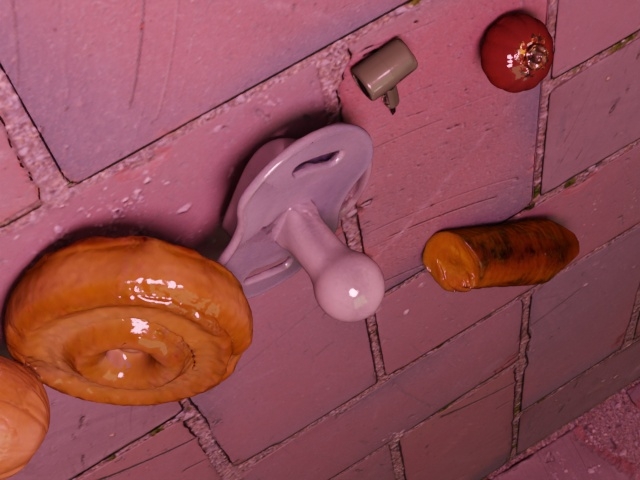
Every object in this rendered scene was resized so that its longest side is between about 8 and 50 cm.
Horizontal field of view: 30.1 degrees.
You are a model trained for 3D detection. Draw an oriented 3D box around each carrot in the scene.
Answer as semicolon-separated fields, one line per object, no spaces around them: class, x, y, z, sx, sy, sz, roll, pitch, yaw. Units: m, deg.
carrot;0.307;0.024;1.957;0.302;0.114;0.114;-6;141;-42

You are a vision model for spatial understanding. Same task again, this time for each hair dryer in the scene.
hair dryer;0.086;-0.186;1.464;0.071;0.047;0.150;-35;158;-3

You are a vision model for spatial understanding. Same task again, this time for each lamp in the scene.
lamp;0.250;-0.238;1.512;0.101;0.090;0.101;-9;108;-30

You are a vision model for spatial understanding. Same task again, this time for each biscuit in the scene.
biscuit;-0.227;0.111;1.416;0.296;0.102;0.296;-2;142;-2

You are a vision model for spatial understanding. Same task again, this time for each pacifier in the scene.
pacifier;0.000;0.000;1.450;0.244;0.233;0.299;-17;148;-36

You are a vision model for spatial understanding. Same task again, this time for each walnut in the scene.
walnut;-0.411;0.200;1.367;0.197;0.165;0.165;30;118;-20
